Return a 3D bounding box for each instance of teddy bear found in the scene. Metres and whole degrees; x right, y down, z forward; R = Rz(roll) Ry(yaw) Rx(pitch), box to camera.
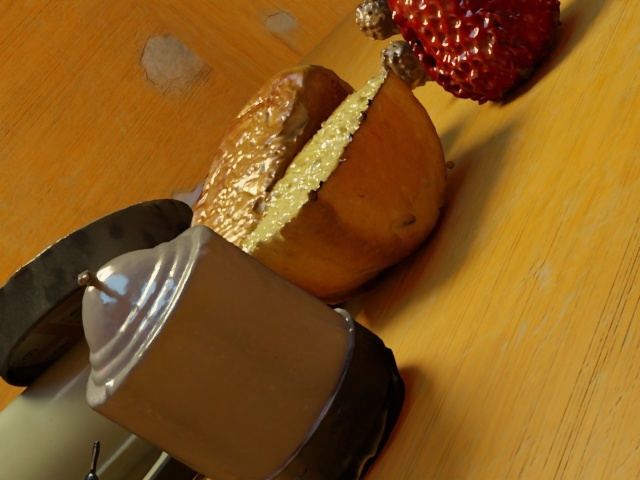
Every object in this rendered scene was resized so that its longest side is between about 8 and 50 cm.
[{"bbox_3d":[0.213,-0.378,1.746,0.296,0.246,0.222,-19,-26,-9],"label":"teddy bear"}]

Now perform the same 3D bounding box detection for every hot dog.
[{"bbox_3d":[-0.066,-0.047,1.630,0.223,0.185,0.405,-20,44,44],"label":"hot dog"}]

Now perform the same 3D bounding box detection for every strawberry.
[{"bbox_3d":[0.187,-0.306,1.542,0.205,0.244,0.205,-50,13,16],"label":"strawberry"}]

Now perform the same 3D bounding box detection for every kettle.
[{"bbox_3d":[-0.319,0.307,1.683,0.377,0.250,0.361,-45,34,17],"label":"kettle"}]

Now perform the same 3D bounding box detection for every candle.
[{"bbox_3d":[-0.100,0.116,1.135,0.221,0.343,0.221,-49,17,20],"label":"candle"}]

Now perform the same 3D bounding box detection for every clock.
[{"bbox_3d":[-0.336,0.084,1.738,0.386,0.076,0.386,-34,-14,-10],"label":"clock"}]

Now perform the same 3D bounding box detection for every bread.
[{"bbox_3d":[0.053,-0.050,1.440,0.194,0.179,0.340,-37,16,44],"label":"bread"}]

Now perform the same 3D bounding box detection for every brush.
[{"bbox_3d":[-0.309,0.314,1.562,0.008,0.024,0.083,30,-114,-69],"label":"brush"}]

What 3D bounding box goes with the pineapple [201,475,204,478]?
[{"bbox_3d":[-0.156,0.181,1.422,0.165,0.165,0.364,-50,45,3],"label":"pineapple"}]
